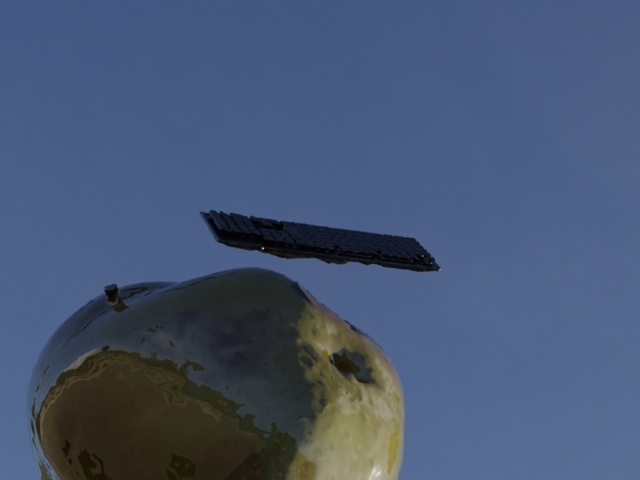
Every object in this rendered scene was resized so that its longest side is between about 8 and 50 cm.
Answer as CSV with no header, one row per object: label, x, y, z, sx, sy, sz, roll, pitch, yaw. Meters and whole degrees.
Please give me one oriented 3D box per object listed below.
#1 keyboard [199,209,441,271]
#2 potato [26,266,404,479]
keyboard,0.001,-0.002,1.331,0.196,0.074,0.015,8,-67,-21
potato,-0.054,0.163,0.909,0.218,0.202,0.351,23,-47,27
